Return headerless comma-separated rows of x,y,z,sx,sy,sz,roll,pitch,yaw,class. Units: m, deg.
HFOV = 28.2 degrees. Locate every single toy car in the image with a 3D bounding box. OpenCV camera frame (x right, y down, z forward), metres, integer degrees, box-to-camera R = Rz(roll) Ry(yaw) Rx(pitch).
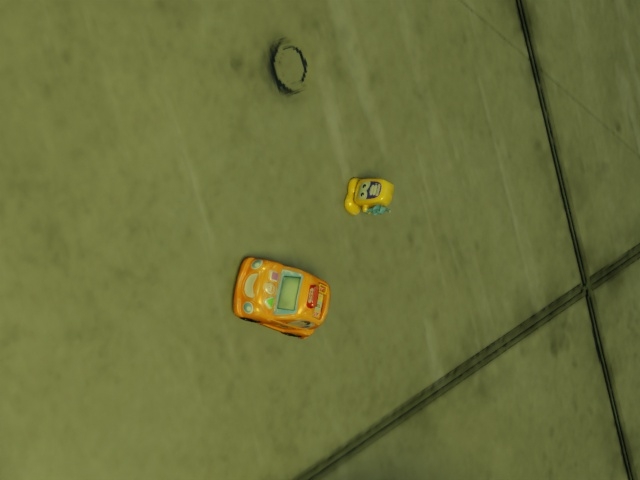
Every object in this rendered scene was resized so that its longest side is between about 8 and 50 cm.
0.000,0.000,0.698,0.060,0.040,0.122,44,60,-34,toy car
